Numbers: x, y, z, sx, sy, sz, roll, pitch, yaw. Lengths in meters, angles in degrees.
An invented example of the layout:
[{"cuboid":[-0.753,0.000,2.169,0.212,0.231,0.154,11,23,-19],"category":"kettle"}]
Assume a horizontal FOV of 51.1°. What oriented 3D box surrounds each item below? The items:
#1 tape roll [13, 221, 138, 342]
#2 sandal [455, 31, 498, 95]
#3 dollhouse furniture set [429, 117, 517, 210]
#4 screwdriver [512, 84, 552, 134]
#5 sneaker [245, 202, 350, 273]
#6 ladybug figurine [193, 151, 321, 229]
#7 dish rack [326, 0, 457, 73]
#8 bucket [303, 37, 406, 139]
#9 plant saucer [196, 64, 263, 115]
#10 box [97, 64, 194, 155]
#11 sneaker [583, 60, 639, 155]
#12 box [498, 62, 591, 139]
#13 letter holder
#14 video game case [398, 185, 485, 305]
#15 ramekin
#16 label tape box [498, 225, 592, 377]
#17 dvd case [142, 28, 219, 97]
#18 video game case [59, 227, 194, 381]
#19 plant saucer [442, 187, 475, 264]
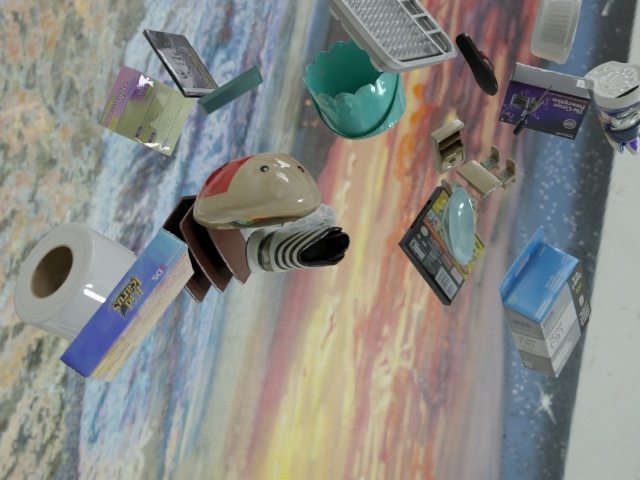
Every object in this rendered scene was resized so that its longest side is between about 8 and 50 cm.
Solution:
[{"cuboid":[-0.536,0.103,1.502,0.246,0.169,0.246,-17,-124,26],"category":"tape roll"},{"cuboid":[0.408,-0.453,1.702,0.179,0.040,0.067,59,-20,-5],"category":"sandal"},{"cuboid":[0.465,-0.243,2.111,0.242,0.212,0.161,49,-14,37],"category":"dollhouse furniture set"},{"cuboid":[0.588,-0.362,1.855,0.025,0.024,0.170,-21,150,-53],"category":"screwdriver"},{"cuboid":[0.000,0.001,1.991,0.447,0.257,0.169,-34,123,-56],"category":"sneaker"},{"cuboid":[-0.174,-0.123,1.739,0.449,0.304,0.162,-10,-95,58],"category":"ladybug figurine"},{"cuboid":[0.164,-0.515,1.612,0.332,0.286,0.072,-27,167,-49],"category":"dish rack"},{"cuboid":[0.108,-0.433,1.916,0.183,0.281,0.281,60,23,-44],"category":"bucket"},{"cuboid":[-0.238,-0.399,1.795,0.018,0.192,0.067,56,-6,24],"category":"plant saucer"},{"cuboid":[-0.583,-0.433,2.254,0.117,0.243,0.214,27,-86,38],"category":"box"},{"cuboid":[0.775,-0.312,1.678,0.130,0.236,0.323,-29,-164,17],"category":"sneaker"},{"cuboid":[0.745,-0.459,2.219,0.184,0.261,0.103,87,24,-55],"category":"box"},{"cuboid":[-0.360,0.034,2.130,0.302,0.151,0.214,65,35,-34],"category":"letter holder"},{"cuboid":[0.375,0.017,2.043,0.035,0.275,0.248,-2,-135,52],"category":"video game case"},{"cuboid":[0.848,-0.783,2.426,0.273,0.127,0.273,11,90,-81],"category":"ramekin"},{"cuboid":[0.632,0.171,1.861,0.115,0.348,0.249,15,-127,42],"category":"label tape box"},{"cuboid":[-0.371,-0.479,1.828,0.018,0.221,0.164,-38,170,29],"category":"dvd case"},{"cuboid":[-0.336,0.125,1.208,0.270,0.061,0.244,-55,180,-16],"category":"video game case"},{"cuboid":[0.340,-0.035,1.680,0.037,0.195,0.195,-3,-112,31],"category":"plant saucer"}]
